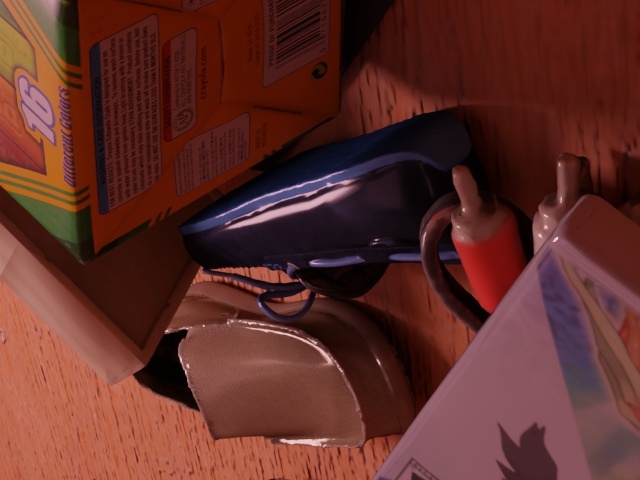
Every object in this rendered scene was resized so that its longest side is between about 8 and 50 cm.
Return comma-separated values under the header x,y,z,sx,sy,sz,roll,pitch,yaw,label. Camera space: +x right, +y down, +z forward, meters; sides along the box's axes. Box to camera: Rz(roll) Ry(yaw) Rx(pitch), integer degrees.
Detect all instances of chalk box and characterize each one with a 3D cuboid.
x,y,z,sx,sy,sz,roll,pitch,yaw,label
-0.145,-0.164,0.848,0.289,0.179,0.180,38,145,30,chalk box

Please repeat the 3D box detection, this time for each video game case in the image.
x,y,z,sx,sy,sz,roll,pitch,yaw,label
0.196,0.159,0.773,0.329,0.036,0.300,38,147,8,video game case

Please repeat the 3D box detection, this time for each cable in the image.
x,y,z,sx,sy,sz,roll,pitch,yaw,label
0.125,0.077,0.814,0.139,0.072,0.287,-2,117,22,cable

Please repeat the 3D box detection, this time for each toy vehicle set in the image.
x,y,z,sx,sy,sz,roll,pitch,yaw,label
-0.179,-0.059,1.006,0.035,0.166,0.267,-28,113,36,toy vehicle set

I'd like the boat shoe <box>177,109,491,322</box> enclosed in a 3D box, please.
x,y,z,sx,sy,sz,roll,pitch,yaw,label
0.000,0.000,0.925,0.089,0.109,0.258,60,153,-11,boat shoe

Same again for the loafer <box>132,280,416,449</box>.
x,y,z,sx,sy,sz,roll,pitch,yaw,label
-0.039,0.094,1.085,0.268,0.092,0.102,7,123,54,loafer

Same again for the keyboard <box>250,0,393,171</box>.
x,y,z,sx,sy,sz,roll,pitch,yaw,label
-0.048,-0.175,0.906,0.201,0.033,0.317,53,150,8,keyboard

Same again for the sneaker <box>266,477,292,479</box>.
x,y,z,sx,sy,sz,roll,pitch,yaw,label
0.017,0.320,1.212,0.124,0.107,0.283,13,129,44,sneaker
